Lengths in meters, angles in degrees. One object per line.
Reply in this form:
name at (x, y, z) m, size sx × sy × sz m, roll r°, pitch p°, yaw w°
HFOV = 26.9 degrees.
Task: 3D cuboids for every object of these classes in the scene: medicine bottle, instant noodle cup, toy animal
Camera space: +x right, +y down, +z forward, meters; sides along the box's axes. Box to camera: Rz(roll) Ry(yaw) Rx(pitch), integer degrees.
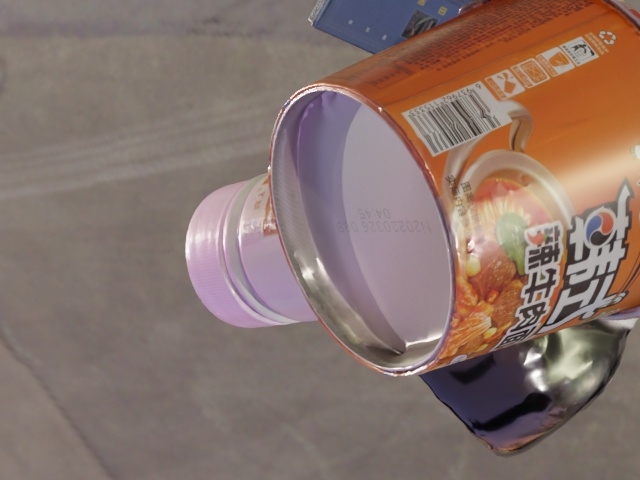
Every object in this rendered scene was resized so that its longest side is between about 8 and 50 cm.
medicine bottle at (0.000, 0.000, 1.691) m, size 0.316 × 0.202 × 0.202 m, roll -10°, pitch 130°, yaw 45°
instant noodle cup at (0.097, -0.036, 0.878) m, size 0.250 × 0.192 × 0.250 m, roll 34°, pitch 134°, yaw 44°
toy animal at (0.213, 0.030, 1.269) m, size 0.251 × 0.310 × 0.251 m, roll 46°, pitch -177°, yaw -3°

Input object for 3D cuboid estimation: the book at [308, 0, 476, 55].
book at (0.132, -0.276, 1.215) m, size 0.191 × 0.025 × 0.269 m, roll 20°, pitch 113°, yaw -29°
